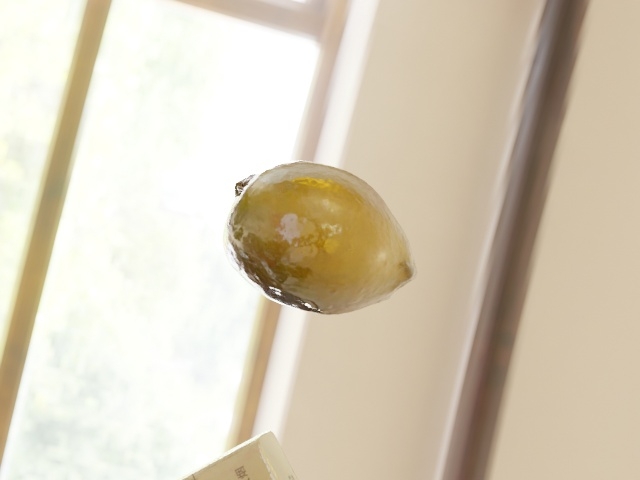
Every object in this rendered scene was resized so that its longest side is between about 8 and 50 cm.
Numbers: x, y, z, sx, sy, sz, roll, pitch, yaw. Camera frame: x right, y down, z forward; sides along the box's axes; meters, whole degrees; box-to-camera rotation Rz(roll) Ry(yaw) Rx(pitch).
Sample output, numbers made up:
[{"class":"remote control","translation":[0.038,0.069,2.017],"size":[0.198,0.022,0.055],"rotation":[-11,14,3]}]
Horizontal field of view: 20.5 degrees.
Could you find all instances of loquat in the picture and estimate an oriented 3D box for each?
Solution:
[{"class":"loquat","translation":[0.000,0.000,1.689],"size":[0.152,0.195,0.152],"rotation":[-60,-177,5]}]

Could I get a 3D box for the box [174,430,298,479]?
[{"class":"box","translation":[-0.135,0.358,2.108],"size":[0.259,0.168,0.071],"rotation":[-29,176,16]}]
